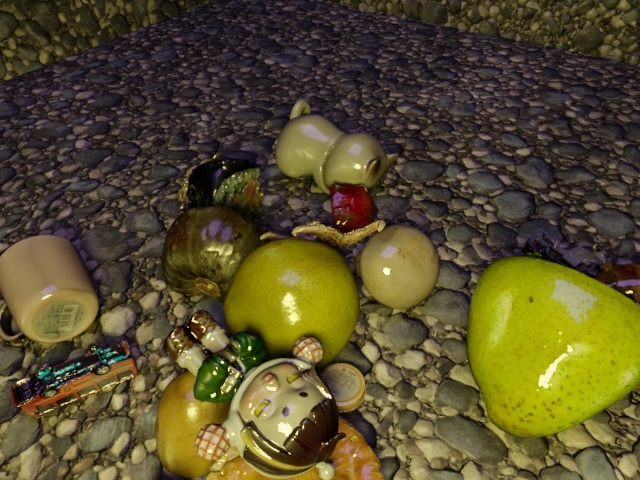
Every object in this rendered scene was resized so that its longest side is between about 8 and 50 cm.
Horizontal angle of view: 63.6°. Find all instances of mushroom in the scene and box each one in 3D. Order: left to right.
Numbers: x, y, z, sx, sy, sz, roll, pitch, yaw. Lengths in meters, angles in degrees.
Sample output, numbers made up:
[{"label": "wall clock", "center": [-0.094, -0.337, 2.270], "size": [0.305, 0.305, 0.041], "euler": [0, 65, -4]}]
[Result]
[{"label": "mushroom", "center": [0.177, 0.073, 1.246], "size": [0.206, 0.209, 0.206], "euler": [26, 45, -29]}]

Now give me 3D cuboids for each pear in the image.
[{"label": "pear", "center": [-0.054, 0.135, 1.101], "size": [0.295, 0.294, 0.294], "euler": [-2, 42, 2]}, {"label": "pear", "center": [0.409, 0.214, 0.981], "size": [0.343, 0.238, 0.318], "euler": [26, 80, 35]}]

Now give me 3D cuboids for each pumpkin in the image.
[{"label": "pumpkin", "center": [-0.244, 0.011, 1.292], "size": [0.325, 0.232, 0.242], "euler": [11, 41, 10]}]

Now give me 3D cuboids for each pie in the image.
[{"label": "pie", "center": [-0.044, 0.441, 0.897], "size": [0.340, 0.083, 0.339], "euler": [-2, 41, 1]}]

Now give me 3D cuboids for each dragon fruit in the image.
[{"label": "dragon fruit", "center": [0.088, -0.077, 1.446], "size": [0.121, 0.127, 0.161], "euler": [-7, 42, 10]}]

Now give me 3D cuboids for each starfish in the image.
[{"label": "starfish", "center": [0.001, 0.004, 1.271], "size": [0.299, 0.302, 0.060], "euler": [-8, 81, -9]}]

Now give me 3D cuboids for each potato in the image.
[{"label": "potato", "center": [-0.243, 0.322, 0.998], "size": [0.178, 0.158, 0.203], "euler": [11, 40, 14]}]

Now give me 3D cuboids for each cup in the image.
[{"label": "cup", "center": [-0.660, 0.143, 1.219], "size": [0.253, 0.191, 0.200], "euler": [-45, 54, 0]}]

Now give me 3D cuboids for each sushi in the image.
[{"label": "sushi", "center": [-0.298, -0.145, 1.480], "size": [0.219, 0.224, 0.239], "euler": [25, 15, 39]}]

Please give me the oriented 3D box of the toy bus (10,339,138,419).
[{"label": "toy bus", "center": [-0.511, 0.292, 1.086], "size": [0.235, 0.096, 0.073], "euler": [-22, 46, -21]}]

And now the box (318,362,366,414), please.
[{"label": "box", "center": [0.042, 0.308, 1.077], "size": [0.106, 0.037, 0.105], "euler": [-2, 43, 2]}]

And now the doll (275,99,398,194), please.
[{"label": "doll", "center": [0.028, -0.263, 1.597], "size": [0.370, 0.225, 0.215], "euler": [32, 21, 21]}]

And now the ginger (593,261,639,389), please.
[{"label": "ginger", "center": [0.683, 0.169, 1.106], "size": [0.358, 0.152, 0.274], "euler": [-16, 43, -11]}]

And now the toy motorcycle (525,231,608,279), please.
[{"label": "toy motorcycle", "center": [0.634, 0.038, 1.312], "size": [0.123, 0.080, 0.215], "euler": [-22, 40, -20]}]

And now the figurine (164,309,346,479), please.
[{"label": "figurine", "center": [-0.115, 0.264, 0.898], "size": [0.370, 0.167, 0.281], "euler": [34, 51, 23]}]
